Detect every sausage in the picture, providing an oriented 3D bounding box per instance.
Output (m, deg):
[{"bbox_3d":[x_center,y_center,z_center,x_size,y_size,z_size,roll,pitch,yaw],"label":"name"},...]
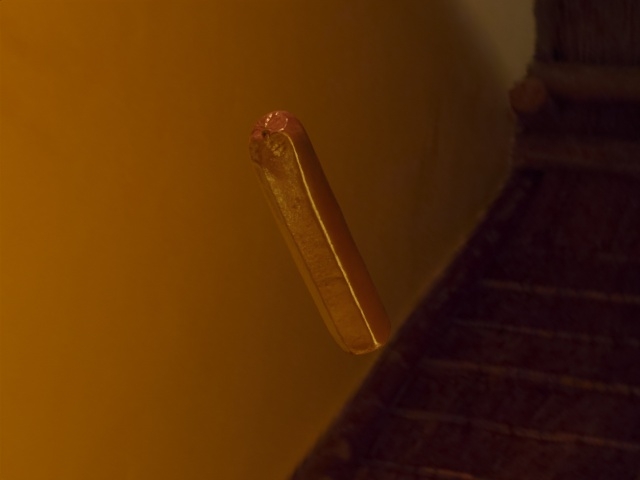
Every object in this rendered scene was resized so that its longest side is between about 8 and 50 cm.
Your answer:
[{"bbox_3d":[0.000,0.000,0.742,0.035,0.147,0.030,-16,-151,12],"label":"sausage"}]
